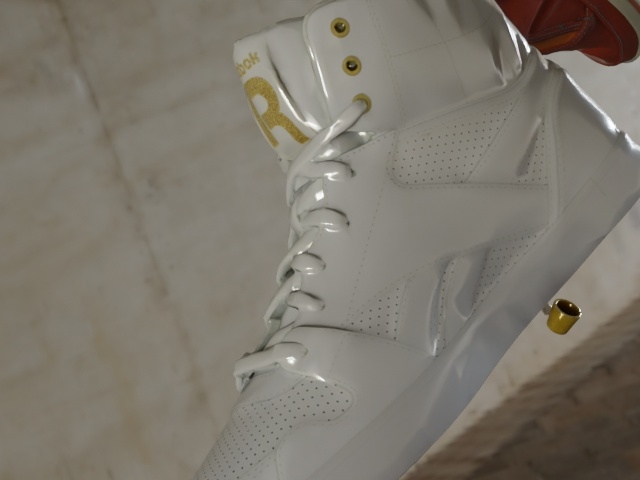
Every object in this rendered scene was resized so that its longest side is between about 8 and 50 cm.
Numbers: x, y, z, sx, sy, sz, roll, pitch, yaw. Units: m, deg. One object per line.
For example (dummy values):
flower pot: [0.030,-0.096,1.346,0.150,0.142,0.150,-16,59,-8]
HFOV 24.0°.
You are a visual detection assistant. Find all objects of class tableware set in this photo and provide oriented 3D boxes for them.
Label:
tableware set: [0.118,0.042,1.090,0.154,0.024,0.104,10,34,-26]

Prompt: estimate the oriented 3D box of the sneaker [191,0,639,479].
sneaker: [0.000,0.000,0.626,0.292,0.169,0.108,-47,9,-30]

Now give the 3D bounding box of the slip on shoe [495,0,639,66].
slip on shoe: [0.127,-0.165,0.982,0.101,0.123,0.331,-56,-26,12]
